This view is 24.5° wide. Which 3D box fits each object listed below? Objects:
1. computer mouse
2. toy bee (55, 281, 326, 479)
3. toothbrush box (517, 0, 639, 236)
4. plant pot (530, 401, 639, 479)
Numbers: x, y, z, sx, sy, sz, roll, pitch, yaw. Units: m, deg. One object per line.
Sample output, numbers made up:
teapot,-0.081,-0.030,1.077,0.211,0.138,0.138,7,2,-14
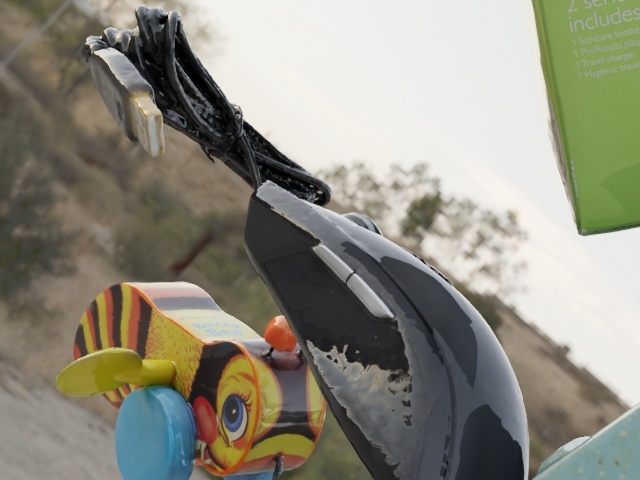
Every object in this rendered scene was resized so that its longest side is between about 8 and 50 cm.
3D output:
computer mouse,0.000,0.000,0.581,0.184,0.060,0.262,42,13,-44
toy bee,-0.047,0.095,0.930,0.298,0.162,0.195,34,25,24
toothbrush box,0.130,-0.171,0.604,0.206,0.122,0.283,-78,157,-72
plant pot,0.209,0.145,0.499,0.252,0.248,0.247,58,21,21
